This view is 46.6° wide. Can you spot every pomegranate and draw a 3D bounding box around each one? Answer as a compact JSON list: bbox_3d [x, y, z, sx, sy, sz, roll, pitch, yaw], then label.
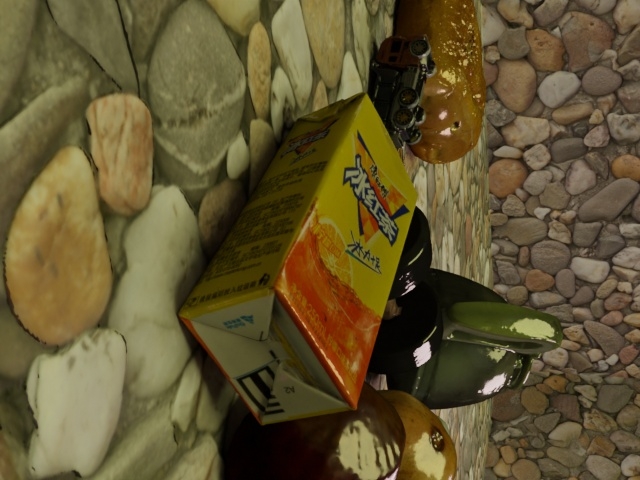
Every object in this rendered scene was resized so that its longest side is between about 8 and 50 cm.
[{"bbox_3d":[0.081,0.292,0.985,0.196,0.196,0.196,1,90,-72],"label":"pomegranate"}]

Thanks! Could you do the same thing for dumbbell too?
[{"bbox_3d":[0.081,0.062,0.997,0.218,0.153,0.152,74,25,-44],"label":"dumbbell"}]

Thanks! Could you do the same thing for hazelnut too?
[{"bbox_3d":[-0.008,0.214,0.768,0.202,0.161,0.170,-2,78,-35],"label":"hazelnut"}]

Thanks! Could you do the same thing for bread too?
[{"bbox_3d":[0.247,-0.350,1.481,0.328,0.148,0.336,59,36,-59],"label":"bread"}]

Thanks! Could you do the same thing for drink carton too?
[{"bbox_3d":[0.000,0.000,0.758,0.154,0.111,0.351,59,32,-26],"label":"drink carton"}]

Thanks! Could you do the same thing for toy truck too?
[{"bbox_3d":[0.128,-0.243,1.225,0.083,0.092,0.192,41,61,-67],"label":"toy truck"}]

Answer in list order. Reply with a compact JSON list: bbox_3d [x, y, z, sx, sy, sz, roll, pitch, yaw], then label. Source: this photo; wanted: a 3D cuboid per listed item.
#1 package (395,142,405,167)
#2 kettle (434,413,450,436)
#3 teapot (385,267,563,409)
[{"bbox_3d":[0.127,-0.085,1.303,0.171,0.027,0.173,82,22,-54],"label":"package"},{"bbox_3d":[0.179,0.417,1.442,0.098,0.127,0.148,55,29,-6],"label":"kettle"},{"bbox_3d":[0.247,0.144,1.235,0.321,0.240,0.239,103,-10,-45],"label":"teapot"}]
